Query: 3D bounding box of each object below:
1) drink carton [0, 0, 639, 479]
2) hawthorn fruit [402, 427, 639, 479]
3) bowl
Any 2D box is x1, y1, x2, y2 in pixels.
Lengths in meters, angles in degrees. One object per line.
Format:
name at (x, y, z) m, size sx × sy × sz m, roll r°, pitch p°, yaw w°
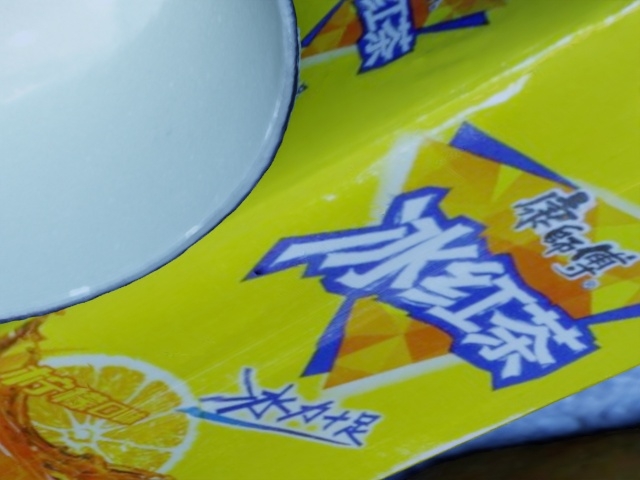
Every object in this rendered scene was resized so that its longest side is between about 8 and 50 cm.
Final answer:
drink carton at (0.000, 0.000, 0.662) m, size 0.351 × 0.111 × 0.154 m, roll -28°, pitch 134°, yaw 26°
hawthorn fruit at (0.110, 0.230, 0.786) m, size 0.267 × 0.301 × 0.268 m, roll 2°, pitch 126°, yaw 2°
bowl at (-0.124, -0.090, 0.536) m, size 0.237 × 0.126 × 0.238 m, roll -1°, pitch 139°, yaw -1°
